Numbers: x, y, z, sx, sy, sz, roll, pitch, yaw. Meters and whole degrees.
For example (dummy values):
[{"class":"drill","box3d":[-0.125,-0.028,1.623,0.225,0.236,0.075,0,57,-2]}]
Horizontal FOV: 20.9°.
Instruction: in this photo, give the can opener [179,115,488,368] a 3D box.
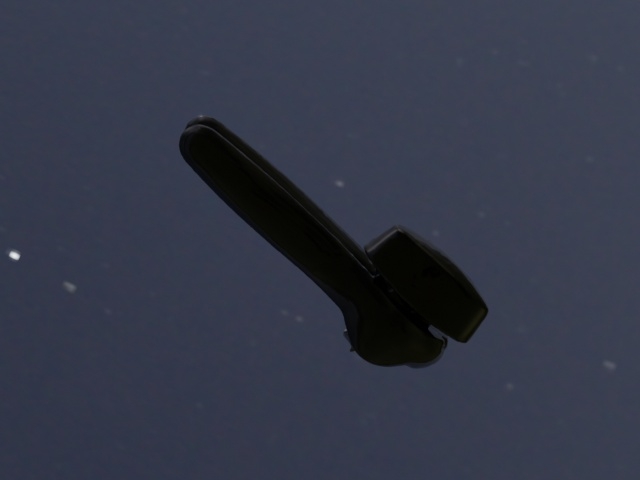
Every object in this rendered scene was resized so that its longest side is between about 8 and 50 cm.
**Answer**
[{"class":"can opener","box3d":[0.000,0.000,0.913,0.186,0.059,0.073,39,-87,-2]}]
